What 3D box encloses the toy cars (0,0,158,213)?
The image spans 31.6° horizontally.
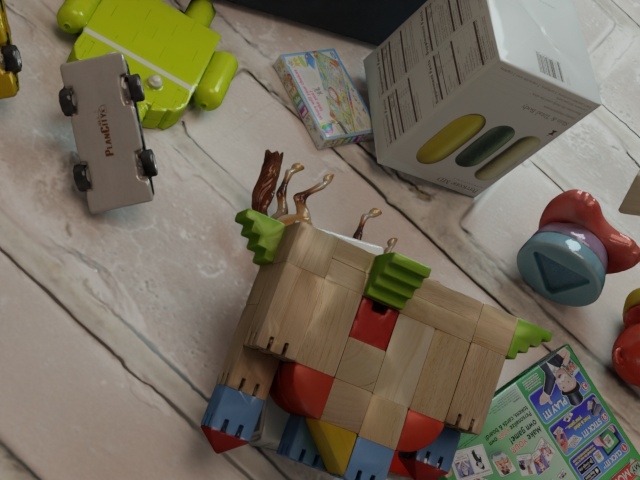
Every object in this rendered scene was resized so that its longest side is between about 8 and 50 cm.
[{"bbox_3d":[-0.341,-0.196,1.401,0.393,0.087,0.176,38,92,-3],"label":"toy cars"}]

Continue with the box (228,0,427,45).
[{"bbox_3d":[-0.020,-0.604,1.734,0.480,0.297,0.472,12,53,-24],"label":"box"}]

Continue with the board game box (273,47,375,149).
[{"bbox_3d":[0.009,-0.211,1.670,0.103,0.026,0.154,-13,68,-36],"label":"board game box"}]

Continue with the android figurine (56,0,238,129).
[{"bbox_3d":[-0.238,-0.258,1.538,0.248,0.056,0.273,30,48,-10],"label":"android figurine"}]

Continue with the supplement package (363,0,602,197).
[{"bbox_3d":[0.226,-0.229,1.636,0.199,0.262,0.198,16,53,-32],"label":"supplement package"}]

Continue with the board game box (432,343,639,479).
[{"bbox_3d":[0.279,0.293,1.470,0.317,0.046,0.213,-26,82,-40],"label":"board game box"}]

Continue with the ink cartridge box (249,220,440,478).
[{"bbox_3d":[0.046,0.139,1.397,0.239,0.060,0.275,16,68,-20],"label":"ink cartridge box"}]

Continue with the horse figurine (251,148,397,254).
[{"bbox_3d":[0.000,0.000,1.492,0.263,0.066,0.174,39,58,-13],"label":"horse figurine"}]

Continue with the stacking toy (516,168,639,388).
[{"bbox_3d":[0.438,0.065,1.587,0.309,0.279,0.130,40,59,-3],"label":"stacking toy"}]

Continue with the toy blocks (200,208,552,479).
[{"bbox_3d":[0.044,0.157,1.276,0.381,0.191,0.261,24,77,-17],"label":"toy blocks"}]
